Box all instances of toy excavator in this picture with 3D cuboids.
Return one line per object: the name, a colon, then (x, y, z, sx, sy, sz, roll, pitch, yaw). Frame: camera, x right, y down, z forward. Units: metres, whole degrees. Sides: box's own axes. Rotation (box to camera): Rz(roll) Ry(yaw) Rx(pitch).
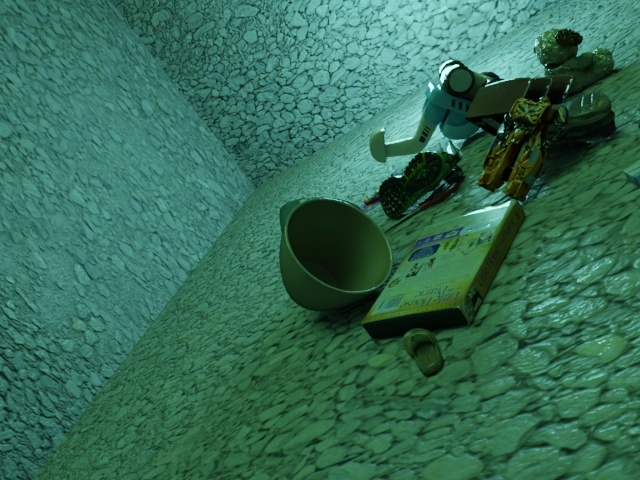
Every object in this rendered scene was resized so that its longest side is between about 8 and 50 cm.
toy excavator: (0.445, -0.459, 2.439, 0.222, 0.433, 0.444, -84, 12, -69)

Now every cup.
cup: (0.014, 0.077, 1.882, 0.331, 0.331, 0.237, -54, -3, -44)

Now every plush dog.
plush dog: (0.803, -0.602, 2.153, 0.211, 0.225, 0.262, -40, 17, -10)

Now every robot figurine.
robot figurine: (0.548, -0.260, 1.751, 0.211, 0.085, 0.290, 30, 100, 51)

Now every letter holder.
letter holder: (0.651, -0.471, 2.109, 0.214, 0.152, 0.302, -65, 20, -2)

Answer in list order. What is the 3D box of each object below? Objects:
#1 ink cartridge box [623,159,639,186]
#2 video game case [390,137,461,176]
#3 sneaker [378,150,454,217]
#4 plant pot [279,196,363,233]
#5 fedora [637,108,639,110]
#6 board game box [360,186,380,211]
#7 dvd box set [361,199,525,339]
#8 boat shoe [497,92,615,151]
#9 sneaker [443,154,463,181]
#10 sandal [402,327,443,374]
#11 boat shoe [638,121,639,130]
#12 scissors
ink cartridge box: (0.725, -0.156, 1.462, 0.048, 0.028, 0.083, -34, 16, 11)
video game case: (0.395, -0.280, 2.456, 0.275, 0.035, 0.248, -32, 17, 16)
sneaker: (0.327, -0.185, 2.189, 0.146, 0.134, 0.343, -11, -18, -39)
plant pot: (0.000, 0.000, 2.171, 0.290, 0.290, 0.195, -20, 60, 46)
fedora: (0.883, -0.402, 1.634, 0.194, 0.079, 0.194, -29, -1, -1)
board game box: (0.216, -0.179, 2.550, 0.169, 0.033, 0.133, -40, 17, -9)
dvd box set: (0.316, 0.072, 1.628, 0.308, 0.062, 0.420, -19, 24, 46)
boat shoe: (0.666, -0.312, 1.833, 0.132, 0.130, 0.355, -49, 26, -24)
sneaker: (0.439, -0.254, 2.210, 0.067, 0.078, 0.188, -21, 20, 6)
sandal: (0.220, 0.232, 1.412, 0.072, 0.049, 0.180, -36, 17, 5)
boat shoe: (0.860, -0.321, 1.606, 0.137, 0.043, 0.049, -27, 21, 33)
scissors: (0.329, -0.106, 2.145, 0.297, 0.021, 0.109, -37, 16, 0)
